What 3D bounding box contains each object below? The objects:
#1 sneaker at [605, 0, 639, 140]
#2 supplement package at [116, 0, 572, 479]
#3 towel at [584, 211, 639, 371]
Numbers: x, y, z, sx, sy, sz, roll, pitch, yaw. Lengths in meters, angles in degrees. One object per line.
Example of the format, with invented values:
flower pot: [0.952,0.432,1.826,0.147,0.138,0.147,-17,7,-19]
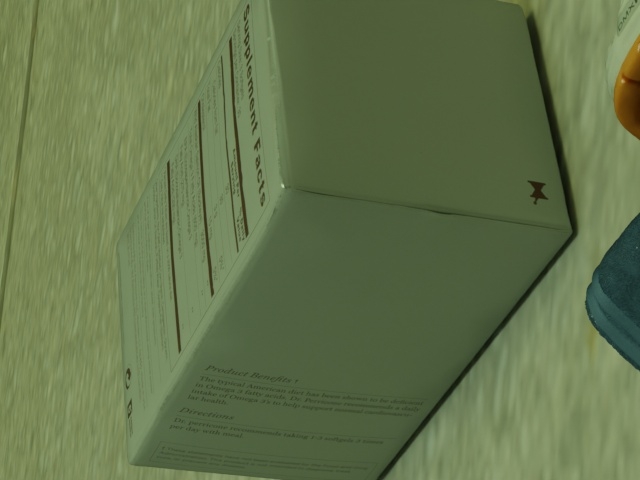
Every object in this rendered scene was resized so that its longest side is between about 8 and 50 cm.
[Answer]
sneaker: [0.134,-0.136,0.447,0.262,0.099,0.121,124,152,-47]
supplement package: [0.000,0.000,0.729,0.179,0.105,0.105,123,149,-47]
towel: [0.114,0.002,0.489,0.029,0.067,0.119,-41,-10,-36]
